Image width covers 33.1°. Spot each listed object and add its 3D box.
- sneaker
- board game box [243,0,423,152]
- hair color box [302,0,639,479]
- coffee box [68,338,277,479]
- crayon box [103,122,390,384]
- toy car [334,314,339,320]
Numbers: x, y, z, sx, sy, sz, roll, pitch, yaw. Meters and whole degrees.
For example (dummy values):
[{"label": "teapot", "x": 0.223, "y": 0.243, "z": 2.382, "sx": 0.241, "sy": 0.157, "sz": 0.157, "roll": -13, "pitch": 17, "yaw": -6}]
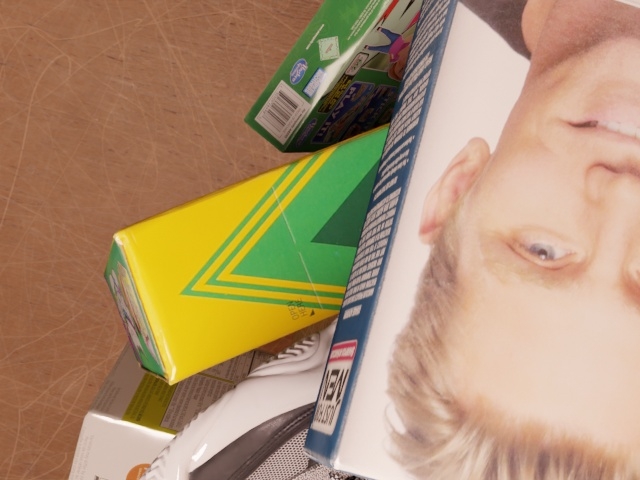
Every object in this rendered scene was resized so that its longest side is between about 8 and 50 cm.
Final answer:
[{"label": "sneaker", "x": 0.036, "y": 0.116, "z": 0.565, "sx": 0.269, "sy": 0.153, "sz": 0.101, "roll": -32, "pitch": -10, "yaw": -22}, {"label": "board game box", "x": 0.090, "y": -0.204, "z": 0.834, "sx": 0.317, "sy": 0.046, "sz": 0.213, "roll": -53, "pitch": -18, "yaw": 19}, {"label": "hair color box", "x": 0.123, "y": -0.046, "z": 0.497, "sx": 0.105, "sy": 0.174, "sz": 0.347, "roll": 139, "pitch": 147, "yaw": -80}, {"label": "coffee box", "x": -0.154, "y": 0.351, "z": 1.460, "sx": 0.338, "sy": 0.334, "sz": 0.337, "roll": -83, "pitch": 9, "yaw": -75}, {"label": "crayon box", "x": 0.000, "y": 0.000, "z": 0.821, "sx": 0.106, "sy": 0.313, "sz": 0.363, "roll": 67, "pitch": 167, "yaw": 0}, {"label": "toy car", "x": 0.092, "y": 0.130, "z": 0.785, "sx": 0.155, "sy": 0.149, "sz": 0.188, "roll": -29, "pitch": -70, "yaw": -79}]
